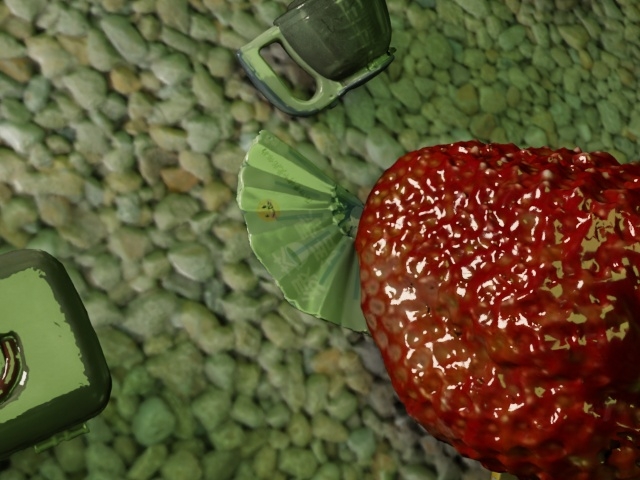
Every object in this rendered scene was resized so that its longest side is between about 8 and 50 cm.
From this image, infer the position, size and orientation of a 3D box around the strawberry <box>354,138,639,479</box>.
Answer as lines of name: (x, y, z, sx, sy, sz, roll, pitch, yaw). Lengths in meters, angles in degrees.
strawberry: (0.186, 0.042, 0.897, 0.351, 0.267, 0.312, 36, 64, 18)

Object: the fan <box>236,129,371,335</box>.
fan: (0.000, 0.000, 0.962, 0.131, 0.009, 0.240, -35, 87, -28)

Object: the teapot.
teapot: (0.011, -0.191, 0.986, 0.149, 0.111, 0.108, -40, 103, -36)

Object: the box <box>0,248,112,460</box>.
box: (-0.268, 0.104, 0.731, 0.210, 0.129, 0.148, -20, 79, -30)

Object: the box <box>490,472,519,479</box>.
box: (0.180, 0.277, 0.924, 0.073, 0.020, 0.149, 22, 63, -13)
